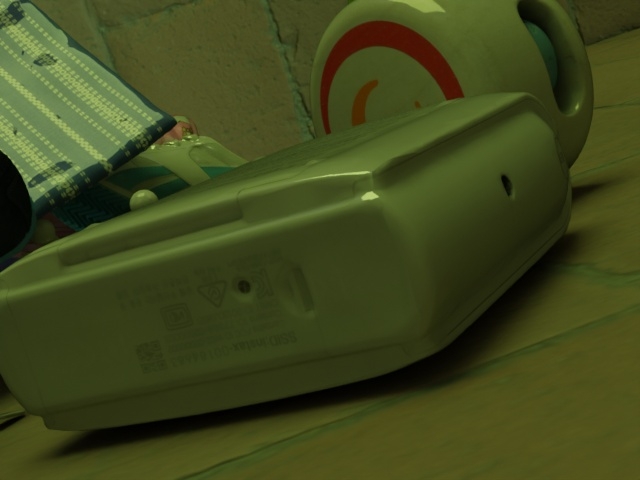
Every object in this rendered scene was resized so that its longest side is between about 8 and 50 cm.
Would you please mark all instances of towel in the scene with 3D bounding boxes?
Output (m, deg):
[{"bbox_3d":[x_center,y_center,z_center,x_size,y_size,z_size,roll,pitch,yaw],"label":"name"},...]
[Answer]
[{"bbox_3d":[-0.319,-0.072,0.997,0.336,0.040,0.243,-36,56,-23],"label":"towel"}]

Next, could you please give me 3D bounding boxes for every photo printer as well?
[{"bbox_3d":[0.000,0.000,0.718,0.256,0.107,0.307,-14,8,27],"label":"photo printer"}]

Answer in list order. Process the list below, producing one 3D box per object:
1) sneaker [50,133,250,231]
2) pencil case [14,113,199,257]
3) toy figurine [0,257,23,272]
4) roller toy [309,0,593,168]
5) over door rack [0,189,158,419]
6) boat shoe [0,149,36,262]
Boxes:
[{"bbox_3d":[-0.139,-0.046,1.098,0.228,0.092,0.087,12,-32,-13],"label":"sneaker"},{"bbox_3d":[-0.294,-0.047,1.175,0.386,0.167,0.160,-3,-7,-24],"label":"pencil case"},{"bbox_3d":[-0.371,0.016,1.268,0.217,0.191,0.362,-10,11,22],"label":"toy figurine"},{"bbox_3d":[0.102,-0.107,0.951,0.191,0.209,0.146,35,41,30],"label":"roller toy"},{"bbox_3d":[-0.227,0.046,0.945,0.239,0.108,0.324,-15,8,33],"label":"over door rack"},{"bbox_3d":[-0.330,0.001,0.857,0.258,0.089,0.109,-31,48,-24],"label":"boat shoe"}]
